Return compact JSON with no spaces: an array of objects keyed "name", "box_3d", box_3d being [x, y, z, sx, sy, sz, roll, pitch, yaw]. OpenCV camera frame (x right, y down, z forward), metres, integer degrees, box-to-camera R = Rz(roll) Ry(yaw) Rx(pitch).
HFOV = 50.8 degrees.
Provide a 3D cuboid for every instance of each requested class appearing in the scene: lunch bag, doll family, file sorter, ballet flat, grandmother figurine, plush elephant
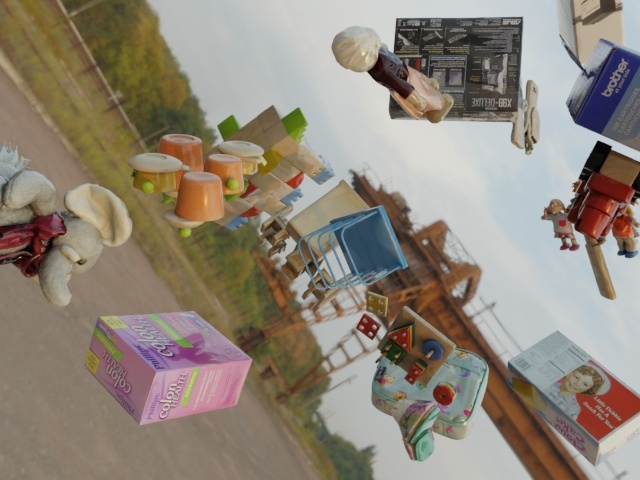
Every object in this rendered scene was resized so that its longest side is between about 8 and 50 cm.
[{"name":"lunch bag","box_3d":[0.274,0.357,1.715,0.279,0.224,0.108,17,-34,21]},{"name":"doll family","box_3d":[0.658,-0.065,1.598,0.263,0.118,0.163,7,-56,59]},{"name":"file sorter","box_3d":[0.051,0.021,1.231,0.170,0.104,0.118,-14,-79,60]},{"name":"ballet flat","box_3d":[0.165,0.327,1.202,0.079,0.077,0.221,43,-19,31]},{"name":"grandmother figurine","box_3d":[0.149,-0.340,1.393,0.342,0.104,0.208,17,26,-48]},{"name":"plush elephant","box_3d":[-0.485,0.000,1.136,0.255,0.272,0.330,36,31,-23]}]

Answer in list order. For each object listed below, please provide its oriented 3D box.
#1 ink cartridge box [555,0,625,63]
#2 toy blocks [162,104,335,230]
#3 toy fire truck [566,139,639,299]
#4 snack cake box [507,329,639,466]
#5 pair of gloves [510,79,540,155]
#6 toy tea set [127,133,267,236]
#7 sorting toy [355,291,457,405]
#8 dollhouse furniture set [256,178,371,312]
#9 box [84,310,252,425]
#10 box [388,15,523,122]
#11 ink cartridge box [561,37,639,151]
[{"name":"ink cartridge box","box_3d":[0.696,-0.657,1.764,0.223,0.129,0.307,-88,160,-50]},{"name":"toy blocks","box_3d":[-0.145,-0.151,1.606,0.261,0.381,0.190,33,28,-59]},{"name":"toy fire truck","box_3d":[0.529,-0.033,1.267,0.159,0.246,0.217,29,6,16]},{"name":"snack cake box","box_3d":[0.548,0.330,1.449,0.264,0.152,0.089,46,-24,46]},{"name":"pair of gloves","box_3d":[0.527,-0.332,1.768,0.240,0.042,0.204,1,86,-58]},{"name":"toy tea set","box_3d":[-0.215,-0.085,1.133,0.336,0.200,0.124,-71,169,-69]},{"name":"sorting toy","box_3d":[0.182,0.222,1.401,0.274,0.046,0.132,38,-53,15]},{"name":"dollhouse furniture set","box_3d":[0.000,0.000,1.471,0.212,0.161,0.242,49,-24,9]},{"name":"box","box_3d":[-0.306,0.247,1.365,0.214,0.117,0.243,31,18,37]},{"name":"box","box_3d":[0.327,-0.413,1.629,0.076,0.308,0.242,41,53,-74]},{"name":"ink cartridge box","box_3d":[0.607,-0.244,1.222,0.396,0.151,0.270,24,24,7]}]
